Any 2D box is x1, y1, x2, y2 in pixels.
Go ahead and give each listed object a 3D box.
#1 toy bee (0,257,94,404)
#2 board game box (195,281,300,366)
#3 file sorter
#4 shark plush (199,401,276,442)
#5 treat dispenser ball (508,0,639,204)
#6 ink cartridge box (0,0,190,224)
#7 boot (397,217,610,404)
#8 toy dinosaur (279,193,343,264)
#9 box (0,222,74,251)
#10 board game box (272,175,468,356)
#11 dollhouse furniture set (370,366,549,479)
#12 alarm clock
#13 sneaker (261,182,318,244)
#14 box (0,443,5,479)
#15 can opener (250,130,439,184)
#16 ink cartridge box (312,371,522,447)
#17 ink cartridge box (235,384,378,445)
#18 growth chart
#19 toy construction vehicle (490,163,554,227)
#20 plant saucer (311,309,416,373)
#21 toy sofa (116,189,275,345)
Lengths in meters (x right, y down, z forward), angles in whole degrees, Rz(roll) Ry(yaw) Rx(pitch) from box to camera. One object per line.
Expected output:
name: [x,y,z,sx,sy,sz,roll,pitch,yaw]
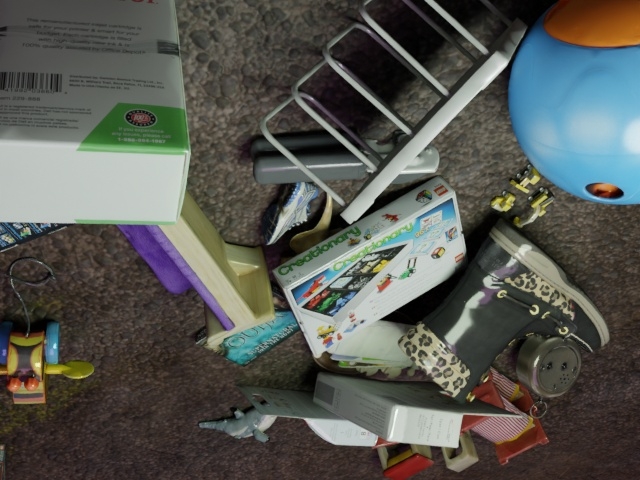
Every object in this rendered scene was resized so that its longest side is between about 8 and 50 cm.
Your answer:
toy bee: [-0.484,0.195,1.407,0.195,0.162,0.298,-12,138,2]
board game box: [-0.114,0.151,1.550,0.186,0.026,0.126,-36,134,24]
file sorter: [0.087,-0.199,1.076,0.173,0.193,0.278,42,121,-3]
shark plush: [-0.162,0.358,1.765,0.161,0.073,0.067,-2,121,19]
treat dispenser ball: [0.385,-0.189,1.110,0.288,0.288,0.288,-7,138,-6]
ink cartridge box: [-0.264,-0.163,0.981,0.211,0.289,0.122,1,139,-15]
boot: [0.323,0.159,1.516,0.284,0.138,0.377,-47,133,4]
toy dinosaur: [0.000,0.000,1.395,0.092,0.053,0.183,16,131,-26]
box: [-0.451,-0.082,1.196,0.175,0.051,0.220,-20,138,8]
board game box: [0.089,0.045,1.402,0.305,0.053,0.193,-29,138,-8]
dollhouse furniture set: [0.256,0.406,1.820,0.374,0.152,0.201,-36,133,23]
alarm clock: [0.450,0.263,1.725,0.129,0.064,0.192,5,104,-24]
sneaker: [-0.045,-0.039,1.345,0.058,0.052,0.135,10,134,-29]
box: [-0.628,0.477,1.692,0.027,0.137,0.094,3,135,-18]
can opener: [0.039,-0.110,1.270,0.280,0.074,0.093,-2,137,-12]
ink cartridge box: [0.165,0.301,1.561,0.261,0.296,0.066,10,89,-25]
ink cartridge box: [-0.031,0.332,1.657,0.232,0.189,0.066,4,96,-22]
growth chart: [0.105,0.191,1.597,0.237,0.021,0.172,13,132,-26]
toy construction vehicle: [0.333,-0.067,1.417,0.086,0.035,0.098,26,125,-35]
plant saucer: [0.078,0.176,1.616,0.198,0.036,0.199,-7,138,-6]
toy sofa: [-0.217,-0.001,1.269,0.177,0.150,0.362,-21,137,8]
